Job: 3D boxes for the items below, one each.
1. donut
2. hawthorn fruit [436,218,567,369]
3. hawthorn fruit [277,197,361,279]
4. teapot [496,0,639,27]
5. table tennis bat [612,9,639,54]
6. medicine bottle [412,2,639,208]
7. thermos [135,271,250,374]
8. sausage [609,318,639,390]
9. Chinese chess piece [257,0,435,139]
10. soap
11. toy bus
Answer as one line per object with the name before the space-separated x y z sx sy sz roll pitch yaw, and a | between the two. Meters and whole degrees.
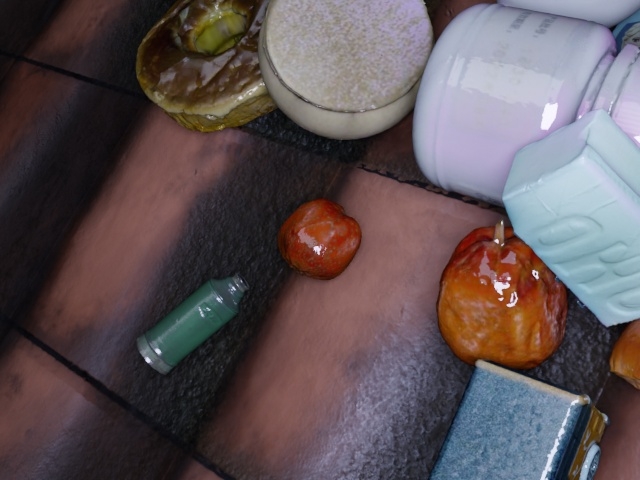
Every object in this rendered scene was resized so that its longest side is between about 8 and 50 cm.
donut | -0.153 -0.331 1.341 0.329 0.160 0.330 -6 68 15
hawthorn fruit | 0.209 0.068 0.905 0.173 0.179 0.174 -12 65 29
hawthorn fruit | 0.000 0.000 1.096 0.128 0.128 0.128 -13 60 24
teapot | 0.345 -0.410 1.048 0.252 0.280 0.424 31 104 -1
table tennis bat | 0.472 -0.297 1.033 0.149 0.038 0.237 9 73 38
medicine bottle | 0.291 -0.144 0.926 0.301 0.241 0.241 20 77 26
thermos | -0.187 0.121 1.174 0.187 0.083 0.073 -39 75 5
sausage | 0.440 0.051 0.842 0.300 0.083 0.089 -45 14 0
Chinese chess piece | 0.039 -0.288 1.159 0.269 0.112 0.270 0 78 -1
soap | 0.301 -0.011 0.801 0.145 0.230 0.091 -29 26 51
toy bus | 0.191 0.280 0.811 0.138 0.167 0.275 18 76 34
